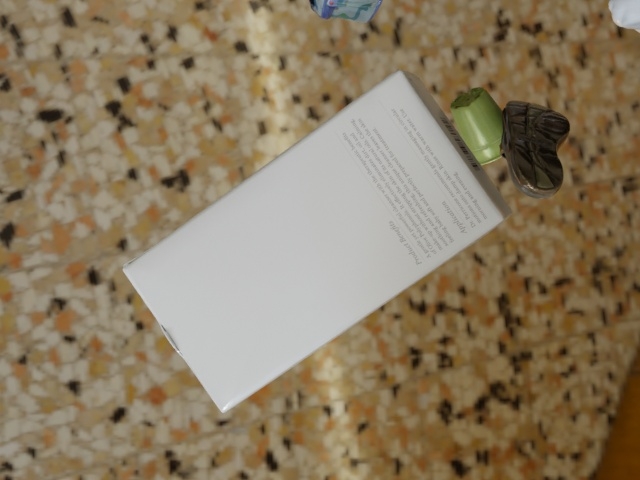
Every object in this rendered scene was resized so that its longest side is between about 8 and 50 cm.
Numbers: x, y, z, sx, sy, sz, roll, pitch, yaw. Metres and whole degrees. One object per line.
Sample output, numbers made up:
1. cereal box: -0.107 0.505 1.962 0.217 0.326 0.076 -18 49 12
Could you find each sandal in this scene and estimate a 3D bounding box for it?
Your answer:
1. sandal: 0.258 -0.107 1.653 0.090 0.060 0.219 19 36 -7

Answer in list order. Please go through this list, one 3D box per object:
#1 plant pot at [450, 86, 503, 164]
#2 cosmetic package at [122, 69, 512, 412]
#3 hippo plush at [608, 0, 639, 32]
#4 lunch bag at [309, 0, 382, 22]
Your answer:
1. plant pot: 0.206 -0.151 1.727 0.083 0.083 0.079 -48 117 -36
2. cosmetic package: 0.000 0.000 1.446 0.197 0.365 0.155 57 12 3
3. hippo plush: 0.524 -0.433 1.920 0.294 0.234 0.236 8 78 -63
4. lunch bag: 0.041 -0.402 1.725 0.090 0.219 0.176 2 53 -18
